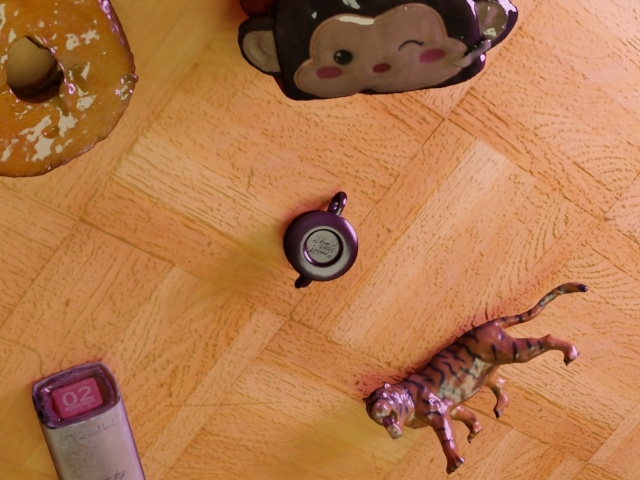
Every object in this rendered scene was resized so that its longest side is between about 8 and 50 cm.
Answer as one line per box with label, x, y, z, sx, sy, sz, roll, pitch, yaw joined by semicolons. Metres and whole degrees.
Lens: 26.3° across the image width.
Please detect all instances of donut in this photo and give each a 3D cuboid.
donut;-0.230;-0.141;1.055;0.162;0.065;0.178;-24;128;-17

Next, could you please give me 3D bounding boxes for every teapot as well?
teapot;0.000;0.000;1.275;0.068;0.045;0.100;24;91;-14

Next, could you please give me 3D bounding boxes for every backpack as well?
backpack;0.040;-0.219;1.094;0.229;0.139;0.229;-3;129;-4

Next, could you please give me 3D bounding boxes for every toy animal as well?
toy animal;0.171;0.125;1.425;0.255;0.114;0.116;-42;87;-1

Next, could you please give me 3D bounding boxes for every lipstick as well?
lipstick;-0.204;0.237;1.308;0.079;0.077;0.252;-20;127;-13
